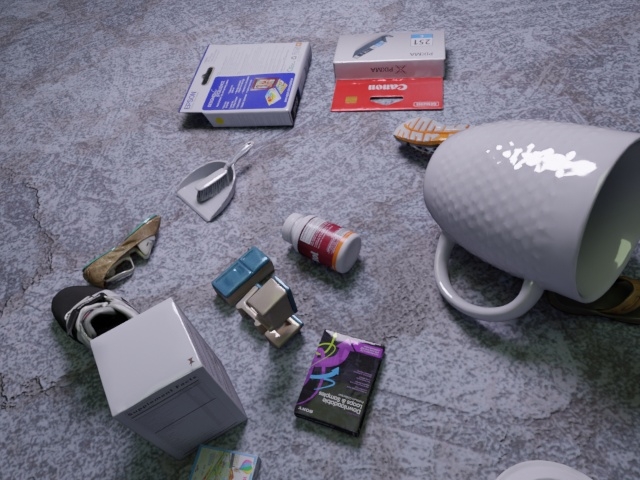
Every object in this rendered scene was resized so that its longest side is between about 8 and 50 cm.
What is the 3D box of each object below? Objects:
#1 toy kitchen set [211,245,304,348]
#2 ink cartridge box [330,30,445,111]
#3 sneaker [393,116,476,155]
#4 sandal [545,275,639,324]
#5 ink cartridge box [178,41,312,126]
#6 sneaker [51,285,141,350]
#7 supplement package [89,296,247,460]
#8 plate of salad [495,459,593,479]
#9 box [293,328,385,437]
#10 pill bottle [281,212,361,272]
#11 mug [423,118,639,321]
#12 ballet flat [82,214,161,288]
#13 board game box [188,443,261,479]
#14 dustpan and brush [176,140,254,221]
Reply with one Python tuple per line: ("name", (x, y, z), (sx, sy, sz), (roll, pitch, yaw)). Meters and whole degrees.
("toy kitchen set", (-0.112, 0.075, 0.939), (0.207, 0.166, 0.122), (36, 67, 30))
("ink cartridge box", (0.181, -0.455, 1.344), (0.296, 0.066, 0.261), (2, 53, 11))
("sneaker", (0.266, -0.220, 1.148), (0.215, 0.083, 0.084), (18, 59, 27))
("sandal", (0.517, 0.091, 0.884), (0.219, 0.060, 0.090), (6, 55, 14))
("ink cartridge box", (-0.199, -0.436, 1.397), (0.307, 0.072, 0.304), (2, 55, 14))
("sneaker", (-0.410, 0.149, 0.954), (0.330, 0.146, 0.122), (23, 62, 26))
("supplement package", (-0.230, 0.226, 0.800), (0.139, 0.244, 0.134), (-29, 55, -12))
("plate of salad", (0.326, 0.407, 0.694), (0.199, 0.048, 0.200), (-2, 44, 2))
("box", (0.035, 0.243, 0.877), (0.116, 0.029, 0.162), (12, 58, 18))
("pill bottle", (0.000, 0.000, 1.026), (0.152, 0.086, 0.086), (25, 62, 26))
("mug", (0.341, -0.035, 0.900), (0.328, 0.276, 0.374), (26, 91, 45))
("ballet flat", (-0.415, 0.029, 1.101), (0.067, 0.073, 0.206), (45, 72, 4))
("board game box", (-0.164, 0.410, 0.789), (0.103, 0.026, 0.154), (6, 55, 14))
("dustpan and brush", (-0.233, -0.158, 1.198), (0.211, 0.060, 0.147), (-41, 58, -19))
